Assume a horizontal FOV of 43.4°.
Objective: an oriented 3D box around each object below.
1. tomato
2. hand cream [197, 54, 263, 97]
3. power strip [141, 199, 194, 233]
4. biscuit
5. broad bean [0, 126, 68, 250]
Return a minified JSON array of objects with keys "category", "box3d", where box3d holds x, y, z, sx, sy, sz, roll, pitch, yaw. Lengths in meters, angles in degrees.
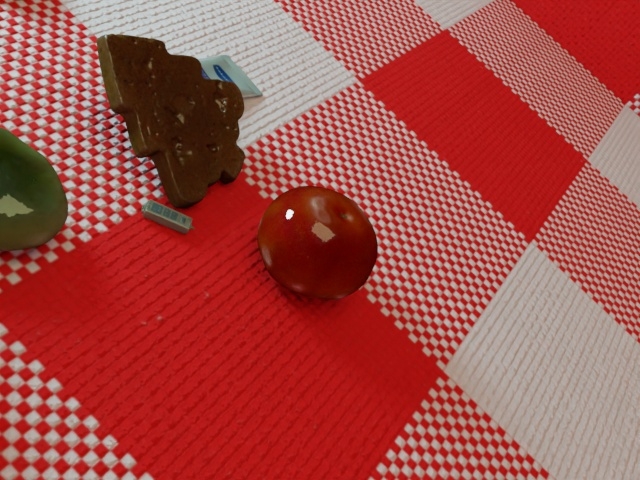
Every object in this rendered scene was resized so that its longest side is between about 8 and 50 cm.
[{"category":"tomato","box3d":[0.000,0.000,1.243,0.195,0.136,0.195,22,42,-21]},{"category":"hand cream","box3d":[-0.228,-0.270,1.395,0.109,0.067,0.321,48,33,11]},{"category":"power strip","box3d":[-0.224,-0.034,1.194,0.083,0.017,0.027,24,44,-17]},{"category":"biscuit","box3d":[-0.232,-0.208,1.259,0.301,0.043,0.278,48,44,-26]},{"category":"broad bean","box3d":[-0.430,-0.077,1.020,0.228,0.100,0.169,47,45,-9]}]
